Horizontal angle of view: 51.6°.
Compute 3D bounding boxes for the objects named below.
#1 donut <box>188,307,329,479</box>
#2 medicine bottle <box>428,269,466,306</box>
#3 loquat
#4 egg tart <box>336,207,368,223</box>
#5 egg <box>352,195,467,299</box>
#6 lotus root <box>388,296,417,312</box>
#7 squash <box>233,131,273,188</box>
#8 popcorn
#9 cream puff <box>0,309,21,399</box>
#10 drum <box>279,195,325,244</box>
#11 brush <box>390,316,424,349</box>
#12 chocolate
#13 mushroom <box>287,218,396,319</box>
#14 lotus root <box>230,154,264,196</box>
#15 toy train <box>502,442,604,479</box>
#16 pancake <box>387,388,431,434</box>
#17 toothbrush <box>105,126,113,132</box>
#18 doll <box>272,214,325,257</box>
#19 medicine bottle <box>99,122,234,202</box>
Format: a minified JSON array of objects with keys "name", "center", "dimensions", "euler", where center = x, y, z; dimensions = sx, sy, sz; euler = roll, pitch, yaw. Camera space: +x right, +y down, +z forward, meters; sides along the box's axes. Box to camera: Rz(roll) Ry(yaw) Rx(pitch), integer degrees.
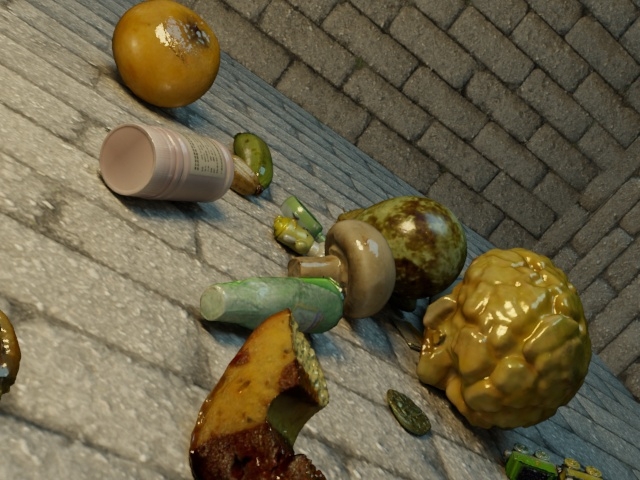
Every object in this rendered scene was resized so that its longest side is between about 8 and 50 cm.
[{"name":"donut","center":[-0.055,0.240,0.729],"dimensions":[0.112,0.151,0.295],"euler":[45,24,-35]},{"name":"medicine bottle","center":[0.370,0.169,1.745],"dimensions":[0.170,0.170,0.293],"euler":[41,12,3]},{"name":"loquat","center":[-0.377,-0.456,1.621],"dimensions":[0.263,0.263,0.263],"euler":[36,17,-13]},{"name":"egg tart","center":[0.199,0.000,1.858],"dimensions":[0.339,0.153,0.351],"euler":[40,11,14]},{"name":"egg","center":[0.190,0.016,1.522],"dimensions":[0.289,0.238,0.238],"euler":[2,6,19]},{"name":"lotus root","center":[0.176,0.106,1.650],"dimensions":[0.179,0.081,0.089],"euler":[43,19,16]},{"name":"squash","center":[-0.175,-0.222,1.731],"dimensions":[0.094,0.094,0.341],"euler":[31,18,-28]},{"name":"popcorn","center":[0.408,0.215,1.401],"dimensions":[0.344,0.390,0.354],"euler":[50,-15,-25]},{"name":"cream puff","center":[-0.321,0.105,0.496],"dimensions":[0.189,0.130,0.189],"euler":[24,22,-10]},{"name":"drum","center":[-0.001,-0.004,1.602],"dimensions":[0.253,0.049,0.130],"euler":[47,4,-11]},{"name":"brush","center":[0.276,0.252,1.612],"dimensions":[0.272,0.013,0.103],"euler":[26,22,-42]},{"name":"chocolate","center":[-0.078,0.105,1.086],"dimensions":[0.110,0.110,0.291],"euler":[49,22,28]},{"name":"mushroom","center":[0.042,0.061,1.354],"dimensions":[0.215,0.207,0.207],"euler":[-4,35,-19]},{"name":"lotus root","center":[-0.199,-0.156,1.553],"dimensions":[0.152,0.063,0.072],"euler":[44,57,-4]},{"name":"toy train","center":[0.456,0.456,1.288],"dimensions":[0.202,0.060,0.081],"euler":[17,18,5]},{"name":"pancake","center":[0.160,0.311,1.196],"dimensions":[0.108,0.017,0.108],"euler":[39,18,-15]},{"name":"toothbrush","center":[-0.381,-0.198,1.359],"dimensions":[0.131,0.011,0.013],"euler":[30,32,-32]},{"name":"doll","center":[-0.037,0.004,1.487],"dimensions":[0.162,0.062,0.106],"euler":[37,14,-10]},{"name":"medicine bottle","center":[-0.275,-0.138,1.222],"dimensions":[0.133,0.133,0.249],"euler":[45,18,16]}]
